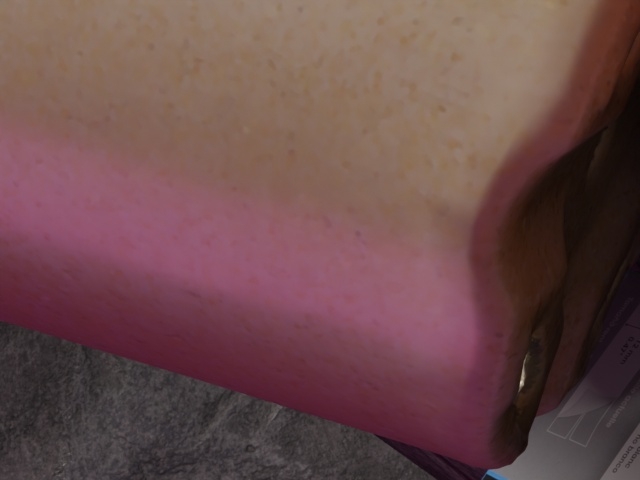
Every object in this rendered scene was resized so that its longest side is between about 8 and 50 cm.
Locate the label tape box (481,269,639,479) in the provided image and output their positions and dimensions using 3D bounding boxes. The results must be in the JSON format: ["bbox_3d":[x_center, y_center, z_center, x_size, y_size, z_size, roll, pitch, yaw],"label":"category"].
[{"bbox_3d":[0.233,0.168,0.682,0.115,0.249,0.347,43,168,-25],"label":"label tape box"}]

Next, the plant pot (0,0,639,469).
[{"bbox_3d":[-0.029,-0.077,0.473,0.305,0.334,0.334,23,164,19],"label":"plant pot"}]
